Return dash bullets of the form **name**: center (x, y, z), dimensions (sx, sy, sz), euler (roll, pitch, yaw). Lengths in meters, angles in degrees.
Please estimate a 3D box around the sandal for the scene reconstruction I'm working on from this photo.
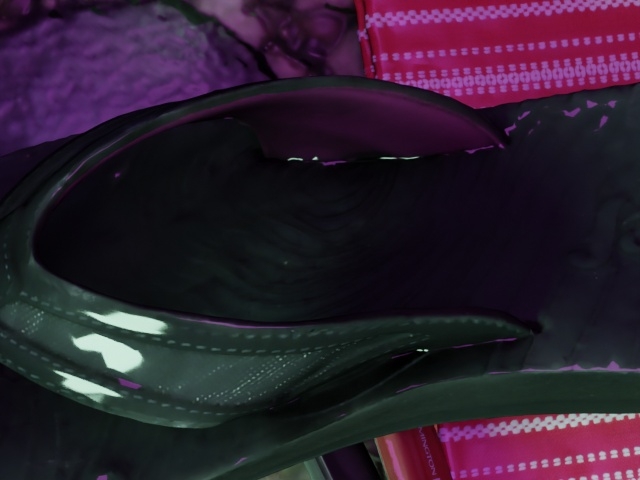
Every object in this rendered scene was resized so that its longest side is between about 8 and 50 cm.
- **sandal**: center (0.001, -0.002, 0.481), dimensions (0.446, 0.107, 0.167), euler (-11, 57, 3)

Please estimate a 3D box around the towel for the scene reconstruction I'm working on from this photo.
- **towel**: center (0.127, -0.005, 0.582), dimensions (0.199, 0.031, 0.274), euler (-7, 82, -9)

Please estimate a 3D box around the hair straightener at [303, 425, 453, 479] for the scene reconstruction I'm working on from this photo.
- **hair straightener**: center (0.032, 0.157, 0.532), dimensions (0.089, 0.047, 0.230), euler (-27, 81, 29)
